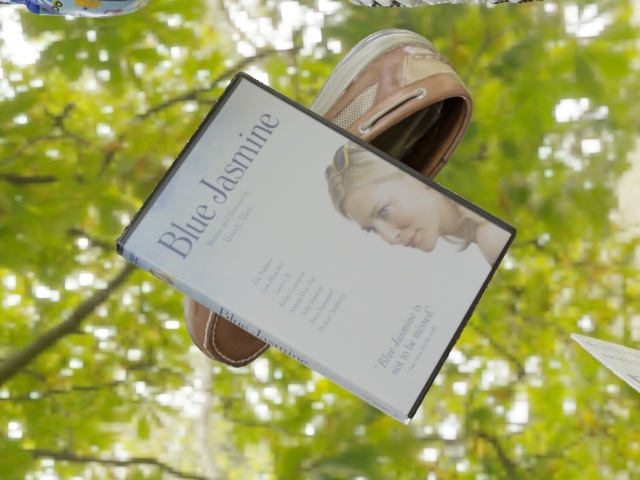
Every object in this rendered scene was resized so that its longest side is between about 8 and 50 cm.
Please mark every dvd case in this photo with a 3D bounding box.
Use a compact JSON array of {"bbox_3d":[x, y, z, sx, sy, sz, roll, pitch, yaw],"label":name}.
[{"bbox_3d":[0.000,0.000,1.148,0.180,0.253,0.022,-58,-6,-24],"label":"dvd case"}]

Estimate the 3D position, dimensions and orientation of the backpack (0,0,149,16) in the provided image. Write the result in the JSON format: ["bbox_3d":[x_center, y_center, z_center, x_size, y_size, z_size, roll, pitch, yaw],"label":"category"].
[{"bbox_3d":[-0.180,-0.219,1.098,0.158,0.173,0.117,-9,-45,-44],"label":"backpack"}]

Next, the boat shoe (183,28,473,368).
[{"bbox_3d":[0.005,-0.025,1.261,0.123,0.116,0.324,29,-81,-40],"label":"boat shoe"}]

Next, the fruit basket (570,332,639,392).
[{"bbox_3d":[0.358,0.139,0.848,0.327,0.353,0.165,15,-72,-28],"label":"fruit basket"}]

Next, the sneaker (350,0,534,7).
[{"bbox_3d":[0.138,-0.326,1.749,0.110,0.292,0.118,-27,-65,-62],"label":"sneaker"}]
